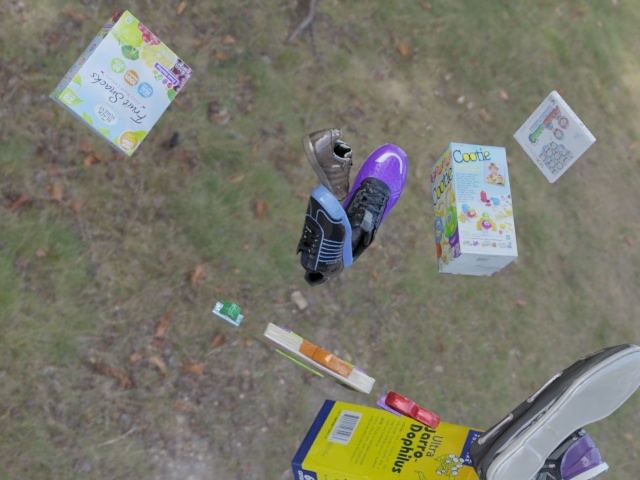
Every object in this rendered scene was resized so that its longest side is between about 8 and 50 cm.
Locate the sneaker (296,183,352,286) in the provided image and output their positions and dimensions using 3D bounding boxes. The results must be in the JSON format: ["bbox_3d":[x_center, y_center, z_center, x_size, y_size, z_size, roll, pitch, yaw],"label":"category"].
[{"bbox_3d":[0.000,0.000,1.593,0.090,0.232,0.081,-36,55,-16],"label":"sneaker"}]

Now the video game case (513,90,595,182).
[{"bbox_3d":[0.513,-0.227,1.979,0.019,0.157,0.143,-22,70,-36],"label":"video game case"}]

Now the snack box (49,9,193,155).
[{"bbox_3d":[-0.367,-0.291,1.665,0.174,0.070,0.207,40,80,-32],"label":"snack box"}]

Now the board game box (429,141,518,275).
[{"bbox_3d":[0.355,-0.071,2.107,0.144,0.142,0.276,4,68,-14],"label":"board game box"}]

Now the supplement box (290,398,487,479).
[{"bbox_3d":[0.148,0.473,1.757,0.195,0.356,0.194,-55,145,-50],"label":"supplement box"}]

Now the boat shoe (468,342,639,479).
[{"bbox_3d":[0.375,0.267,1.444,0.112,0.335,0.095,50,-1,-32],"label":"boat shoe"}]

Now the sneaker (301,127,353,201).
[{"bbox_3d":[0.031,-0.128,1.548,0.188,0.071,0.066,50,22,-59],"label":"sneaker"}]

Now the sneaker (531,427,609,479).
[{"bbox_3d":[0.460,0.491,1.906,0.107,0.283,0.124,13,48,-62],"label":"sneaker"}]

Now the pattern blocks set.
[{"bbox_3d":[-0.006,0.168,1.276,0.324,0.285,0.026,31,79,-14],"label":"pattern blocks set"}]

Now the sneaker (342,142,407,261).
[{"bbox_3d":[0.093,-0.056,1.808,0.102,0.293,0.146,30,7,-8],"label":"sneaker"}]
